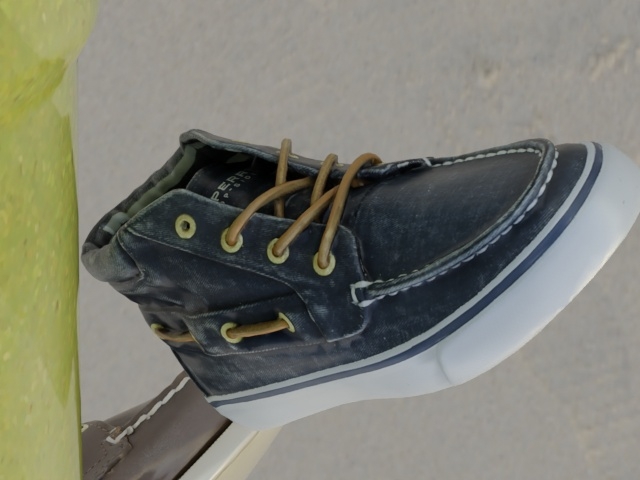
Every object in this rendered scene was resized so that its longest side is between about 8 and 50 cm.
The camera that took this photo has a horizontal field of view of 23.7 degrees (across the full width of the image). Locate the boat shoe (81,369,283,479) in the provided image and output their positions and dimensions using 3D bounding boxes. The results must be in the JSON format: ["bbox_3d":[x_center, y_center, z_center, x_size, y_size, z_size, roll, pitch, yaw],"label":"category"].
[{"bbox_3d":[-0.127,0.147,0.744,0.097,0.324,0.116,39,165,11],"label":"boat shoe"}]

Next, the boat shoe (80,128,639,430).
[{"bbox_3d":[0.000,0.000,0.427,0.083,0.065,0.183,43,141,-16],"label":"boat shoe"}]

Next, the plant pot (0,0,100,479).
[{"bbox_3d":[-0.166,0.030,0.386,0.276,0.276,0.253,0,112,14],"label":"plant pot"}]
